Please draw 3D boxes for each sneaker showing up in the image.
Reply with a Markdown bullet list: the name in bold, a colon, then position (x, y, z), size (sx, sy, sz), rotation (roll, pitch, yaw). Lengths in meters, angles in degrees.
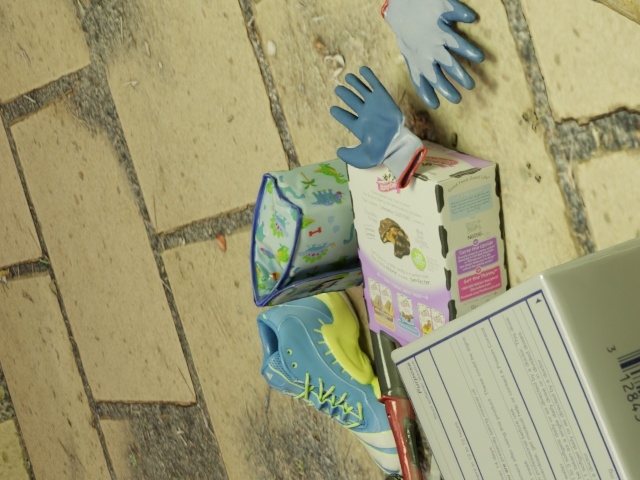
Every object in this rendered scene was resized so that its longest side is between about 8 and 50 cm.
- **sneaker**: position (0.005, 0.162, 1.826), size (0.240, 0.126, 0.091), rotation (62, 152, 21)

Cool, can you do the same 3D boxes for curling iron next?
- **curling iron**: position (0.069, 0.177, 1.757), size (0.068, 0.035, 0.274), rotation (-14, 79, 32)

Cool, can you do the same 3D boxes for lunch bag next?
- **lunch bag**: position (0.000, 0.000, 1.720), size (0.096, 0.129, 0.151), rotation (53, 141, 37)

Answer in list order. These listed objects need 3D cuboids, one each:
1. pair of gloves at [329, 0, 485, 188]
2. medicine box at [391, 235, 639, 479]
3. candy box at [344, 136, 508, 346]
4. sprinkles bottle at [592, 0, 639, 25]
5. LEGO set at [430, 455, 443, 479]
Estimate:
- **pair of gloves**: position (0.076, -0.142, 1.543), size (0.198, 0.023, 0.159), rotation (-62, 39, 23)
- **medicine box**: position (0.219, 0.162, 1.383), size (0.263, 0.149, 0.289), rotation (68, 154, 8)
- **candy box**: position (0.103, 0.009, 1.603), size (0.165, 0.070, 0.196), rotation (26, 130, 56)
- **sprinkles bottle**: position (0.172, -0.259, 1.240), size (0.355, 0.121, 0.121), rotation (42, 141, 46)
- **LEGO set**: position (0.136, 0.322, 1.706), size (0.182, 0.060, 0.244), rotation (-75, -16, -63)
